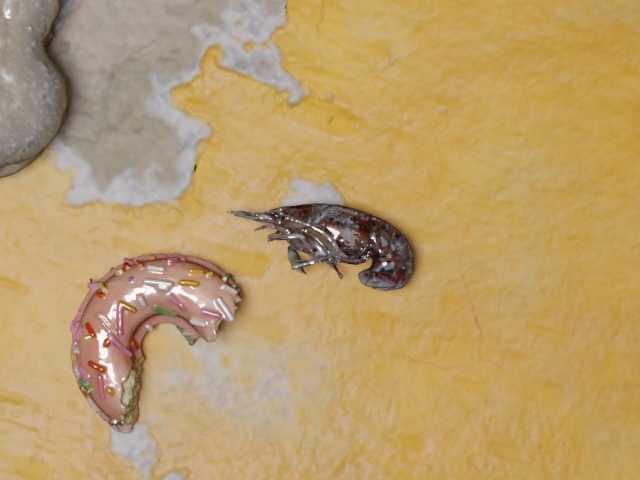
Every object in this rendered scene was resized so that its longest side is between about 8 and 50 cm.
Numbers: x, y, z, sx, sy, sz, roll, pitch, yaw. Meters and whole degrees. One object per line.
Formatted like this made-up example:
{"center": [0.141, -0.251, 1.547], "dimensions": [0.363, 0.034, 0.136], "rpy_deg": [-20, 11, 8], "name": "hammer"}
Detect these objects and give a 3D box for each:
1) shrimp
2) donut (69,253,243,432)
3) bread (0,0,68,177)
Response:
{"center": [0.000, 0.000, 1.493], "dimensions": [0.165, 0.056, 0.065], "rpy_deg": [11, 95, 2], "name": "shrimp"}
{"center": [-0.153, 0.071, 1.484], "dimensions": [0.117, 0.065, 0.166], "rpy_deg": [41, 87, -1], "name": "donut"}
{"center": [-0.329, -0.215, 1.461], "dimensions": [0.183, 0.102, 0.337], "rpy_deg": [-45, 97, -12], "name": "bread"}
